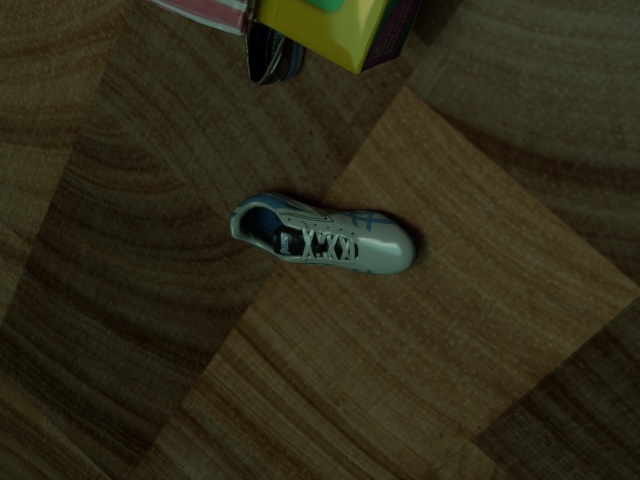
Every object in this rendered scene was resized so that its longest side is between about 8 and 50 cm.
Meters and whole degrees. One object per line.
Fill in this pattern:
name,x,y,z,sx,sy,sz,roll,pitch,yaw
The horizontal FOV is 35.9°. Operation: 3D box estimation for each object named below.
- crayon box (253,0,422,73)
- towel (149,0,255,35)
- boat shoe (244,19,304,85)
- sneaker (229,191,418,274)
crayon box,-0.013,-0.386,0.888,0.313,0.106,0.363,31,121,15
towel,-0.106,-0.300,0.895,0.144,0.029,0.197,25,118,19
boat shoe,-0.049,-0.249,1.053,0.066,0.066,0.183,18,126,25
sneaker,0.000,0.000,1.162,0.237,0.086,0.085,13,122,26
